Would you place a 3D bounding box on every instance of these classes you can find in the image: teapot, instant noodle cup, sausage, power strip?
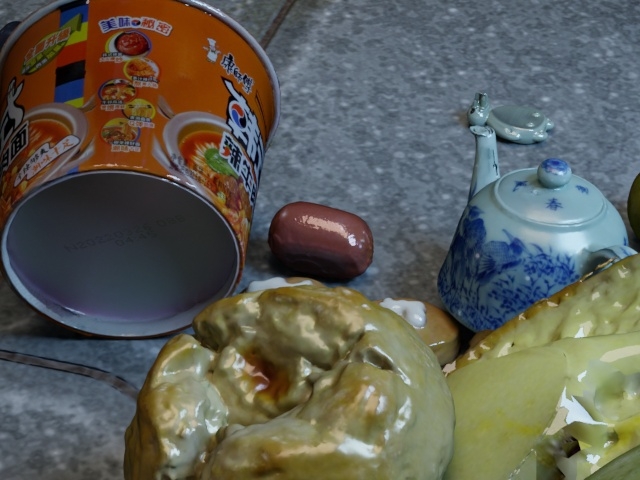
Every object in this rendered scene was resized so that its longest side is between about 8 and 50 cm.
[{"bbox_3d":[0.180,0.002,1.387,0.159,0.159,0.232,-19,40,-23],"label":"teapot"},{"bbox_3d":[-0.156,-0.051,1.417,0.250,0.250,0.192,-1,46,0],"label":"instant noodle cup"},{"bbox_3d":[0.000,0.000,1.476,0.094,0.059,0.054,13,51,11],"label":"sausage"},{"bbox_3d":[0.181,-0.119,1.658,0.083,0.035,0.055,16,39,18],"label":"power strip"}]

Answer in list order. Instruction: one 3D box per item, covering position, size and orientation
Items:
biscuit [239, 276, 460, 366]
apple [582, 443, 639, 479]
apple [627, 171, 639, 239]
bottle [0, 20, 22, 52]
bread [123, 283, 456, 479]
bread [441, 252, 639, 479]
[{"bbox_3d":[-0.004,0.136,1.302,0.216,0.047,0.339,8,37,14],"label":"biscuit"},{"bbox_3d":[0.245,0.235,1.001,0.279,0.279,0.279,-1,36,0],"label":"apple"},{"bbox_3d":[0.311,-0.030,1.498,0.090,0.074,0.089,1,35,-1],"label":"apple"},{"bbox_3d":[-0.200,-0.154,1.685,0.244,0.082,0.072,15,83,22],"label":"bottle"},{"bbox_3d":[-0.027,0.131,1.150,0.244,0.134,0.244,-11,49,13],"label":"bread"},{"bbox_3d":[0.189,0.134,1.210,0.262,0.162,0.204,-27,40,1],"label":"bread"}]
